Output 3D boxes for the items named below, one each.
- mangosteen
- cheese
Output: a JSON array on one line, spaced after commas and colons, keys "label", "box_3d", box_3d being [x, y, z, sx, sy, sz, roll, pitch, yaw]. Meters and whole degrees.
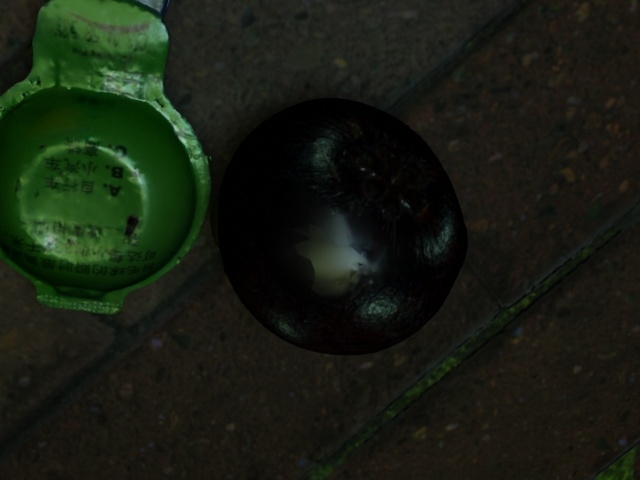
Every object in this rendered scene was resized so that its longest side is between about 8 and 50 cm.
[{"label": "mangosteen", "box_3d": [0.011, -0.001, 0.654, 0.216, 0.216, 0.216, -3, 108, -10]}, {"label": "cheese", "box_3d": [-0.186, -0.085, 0.640, 0.203, 0.083, 0.321, 8, 108, -11]}]
